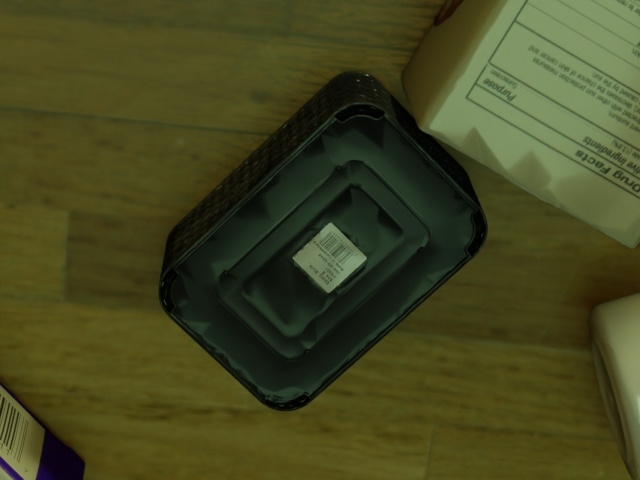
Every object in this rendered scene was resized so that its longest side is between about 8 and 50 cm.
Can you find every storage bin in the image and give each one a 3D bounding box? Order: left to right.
[{"bbox_3d":[0.000,0.000,1.014,0.180,0.084,0.122,-42,105,12],"label":"storage bin"}]

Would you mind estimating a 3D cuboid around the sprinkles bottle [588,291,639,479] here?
[{"bbox_3d":[0.351,0.054,1.026,0.355,0.121,0.121,-15,109,3],"label":"sprinkles bottle"}]

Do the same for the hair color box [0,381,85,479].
[{"bbox_3d":[-0.337,0.202,1.059,0.339,0.110,0.185,-38,107,9],"label":"hair color box"}]

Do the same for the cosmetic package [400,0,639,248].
[{"bbox_3d":[0.186,-0.167,0.940,0.153,0.129,0.296,30,105,-13],"label":"cosmetic package"}]
